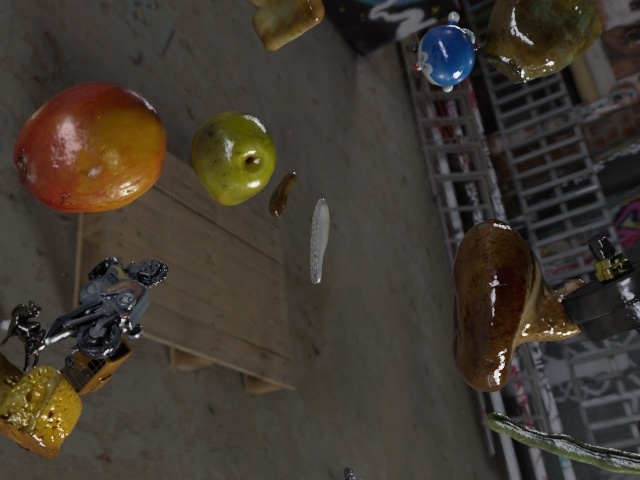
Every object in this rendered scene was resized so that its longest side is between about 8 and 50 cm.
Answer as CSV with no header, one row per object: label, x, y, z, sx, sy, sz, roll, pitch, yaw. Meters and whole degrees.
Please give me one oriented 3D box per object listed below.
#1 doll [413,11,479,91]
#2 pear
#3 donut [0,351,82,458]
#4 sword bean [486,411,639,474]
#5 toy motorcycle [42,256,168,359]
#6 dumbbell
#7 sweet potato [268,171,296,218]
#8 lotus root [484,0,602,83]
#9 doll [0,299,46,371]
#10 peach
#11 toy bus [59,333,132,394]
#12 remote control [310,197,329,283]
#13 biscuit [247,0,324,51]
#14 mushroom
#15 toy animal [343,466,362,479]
doll,0.352,-0.519,1.958,0.257,0.161,0.215,-35,120,-63
pear,-0.139,-0.130,1.060,0.104,0.141,0.141,34,41,-42
donut,-0.760,0.333,1.680,0.435,0.378,0.163,38,59,-8
sword bean,0.418,0.350,1.225,0.043,0.269,0.038,-66,153,-23
toy motorcycle,-0.465,0.135,1.562,0.307,0.173,0.108,-63,161,-48
dumbbell,0.497,0.168,1.016,0.388,0.185,0.185,62,22,8
sweet potato,-0.113,-0.131,2.051,0.054,0.053,0.182,90,15,-54
lotus root,0.557,-0.541,1.825,0.267,0.260,0.149,47,-2,-18
doll,-0.763,0.238,1.850,0.139,0.165,0.057,42,20,13
peach,-0.429,-0.166,1.327,0.238,0.281,0.280,94,-5,-53
toy bus,-0.597,0.321,1.888,0.114,0.201,0.098,52,34,8
remote control,0.000,0.000,1.887,0.073,0.044,0.229,159,-65,-71
biscuit,-0.107,-0.549,1.544,0.236,0.062,0.291,59,-20,-13
mushroom,0.303,0.097,1.144,0.267,0.255,0.267,49,27,-36
toy animal,0.056,0.406,1.199,0.050,0.028,0.084,-58,143,-61
